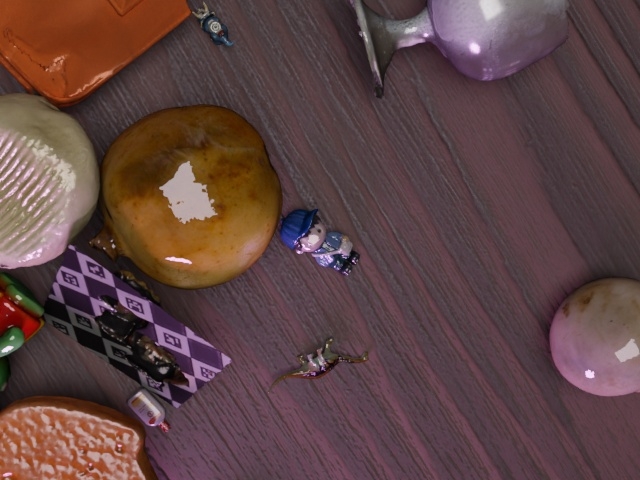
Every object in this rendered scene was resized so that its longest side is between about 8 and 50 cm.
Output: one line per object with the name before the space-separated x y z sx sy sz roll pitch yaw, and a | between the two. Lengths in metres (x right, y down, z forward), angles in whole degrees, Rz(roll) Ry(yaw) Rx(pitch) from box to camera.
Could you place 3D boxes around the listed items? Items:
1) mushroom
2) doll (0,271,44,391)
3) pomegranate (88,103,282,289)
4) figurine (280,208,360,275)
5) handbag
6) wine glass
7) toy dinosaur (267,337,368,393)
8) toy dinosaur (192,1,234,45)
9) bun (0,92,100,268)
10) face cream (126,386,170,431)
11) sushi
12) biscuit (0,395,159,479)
mushroom | 0.490 0.172 1.954 0.207 0.207 0.215 -45 130 -1
doll | -0.579 0.214 1.860 0.160 0.182 0.363 29 96 -43
pomegranate | -0.197 -0.070 1.830 0.307 0.307 0.307 0 93 -4
figurine | -0.003 -0.001 1.956 0.136 0.079 0.077 37 86 -29
handbag | -0.419 -0.426 1.788 0.303 0.116 0.410 -38 124 0
wine glass | 0.217 -0.355 1.867 0.323 0.238 0.238 -17 94 1
toy dinosaur | -0.009 0.201 1.973 0.180 0.037 0.058 -17 90 -4
toy dinosaur | -0.172 -0.345 1.926 0.030 0.047 0.083 -41 94 -3
bun | -0.437 -0.094 1.776 0.259 0.160 0.259 3 102 13
face cream | -0.280 0.282 1.964 0.040 0.021 0.083 -43 96 2
sushi | -0.288 0.125 1.858 0.292 0.294 0.059 35 58 -7
biscuit | -0.439 0.449 1.857 0.350 0.078 0.455 40 92 -8
